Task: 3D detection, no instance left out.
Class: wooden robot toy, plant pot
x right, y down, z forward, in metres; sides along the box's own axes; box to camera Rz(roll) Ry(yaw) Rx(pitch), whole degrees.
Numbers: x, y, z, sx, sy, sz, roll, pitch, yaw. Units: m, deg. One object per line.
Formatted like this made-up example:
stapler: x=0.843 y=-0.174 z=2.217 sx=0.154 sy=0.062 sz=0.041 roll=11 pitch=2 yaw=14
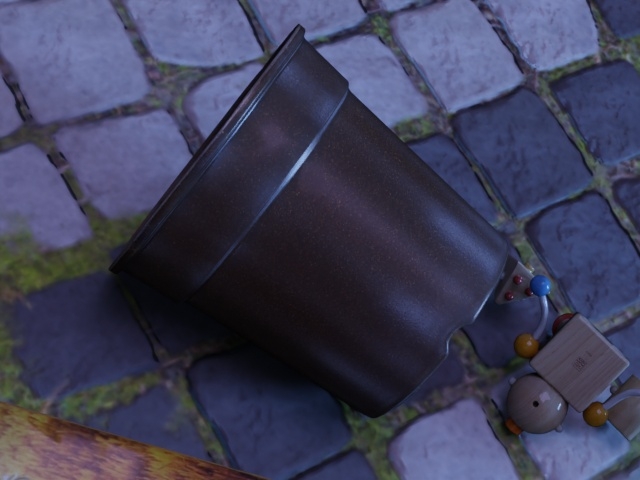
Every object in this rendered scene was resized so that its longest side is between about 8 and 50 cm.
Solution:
wooden robot toy: x=0.146 y=0.090 z=0.843 sx=0.079 sy=0.076 sz=0.173 roll=-45 pitch=83 yaw=2
plant pot: x=0.000 y=0.000 z=0.776 sx=0.165 sy=0.167 sz=0.167 roll=39 pitch=56 yaw=-7

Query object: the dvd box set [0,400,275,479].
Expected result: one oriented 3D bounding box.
dvd box set: x=-0.215 y=0.205 z=0.634 sx=0.420 sy=0.062 sz=0.308 roll=18 pitch=58 yaw=-10
